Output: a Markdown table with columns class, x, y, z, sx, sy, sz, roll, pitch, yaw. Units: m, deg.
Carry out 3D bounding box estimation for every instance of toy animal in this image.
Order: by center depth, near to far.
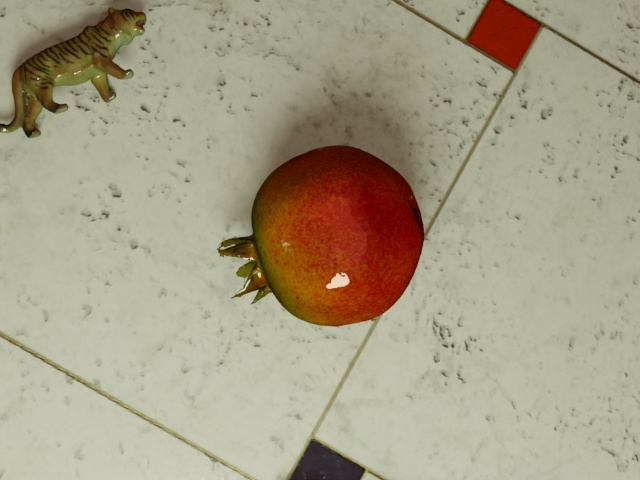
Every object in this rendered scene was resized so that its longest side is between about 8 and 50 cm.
| class | x | y | z | sx | sy | sz | roll | pitch | yaw |
| --- | --- | --- | --- | --- | --- | --- | --- | --- | --- |
| toy animal | -0.322 | -0.218 | 1.333 | 0.241 | 0.057 | 0.099 | -29 | 79 | -9 |

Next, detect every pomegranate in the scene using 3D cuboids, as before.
| class | x | y | z | sx | sy | sz | roll | pitch | yaw |
| --- | --- | --- | --- | --- | --- | --- | --- | --- | --- |
| pomegranate | 0.000 | 0.000 | 1.263 | 0.257 | 0.221 | 0.220 | -15 | 84 | 1 |
